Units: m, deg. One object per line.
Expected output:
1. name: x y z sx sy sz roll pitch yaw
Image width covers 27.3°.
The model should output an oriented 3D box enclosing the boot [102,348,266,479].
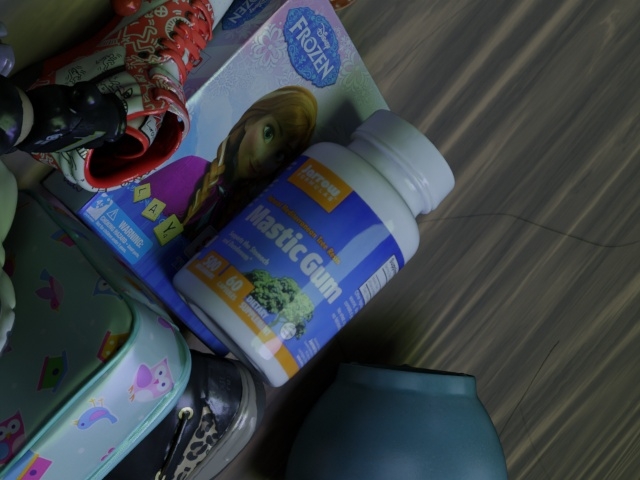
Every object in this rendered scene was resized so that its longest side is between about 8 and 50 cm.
1. boot: -0.262 0.229 1.332 0.377 0.138 0.284 -45 138 8

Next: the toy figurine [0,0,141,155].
1. toy figurine: -0.231 -0.178 0.968 0.148 0.210 0.213 -6 124 -58

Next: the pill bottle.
1. pill bottle: 0.000 0.000 1.297 0.272 0.152 0.152 -45 143 -11

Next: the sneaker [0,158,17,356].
1. sneaker: -0.305 0.008 1.023 0.107 0.275 0.110 -18 139 7

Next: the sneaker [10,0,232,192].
1. sneaker: -0.137 -0.148 1.146 0.270 0.145 0.090 -40 142 -17

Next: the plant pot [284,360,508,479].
1. plant pot: 0.101 0.255 1.654 0.293 0.293 0.196 9 86 -50

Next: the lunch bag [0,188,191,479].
1. lunch bag: -0.253 0.097 1.120 0.224 0.279 0.108 -48 135 -2

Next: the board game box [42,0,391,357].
1. board game box: -0.075 -0.074 1.340 0.318 0.066 0.318 -47 143 -8

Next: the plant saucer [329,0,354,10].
1. plant saucer: 0.018 -0.271 1.323 0.083 0.013 0.083 -28 137 -30
